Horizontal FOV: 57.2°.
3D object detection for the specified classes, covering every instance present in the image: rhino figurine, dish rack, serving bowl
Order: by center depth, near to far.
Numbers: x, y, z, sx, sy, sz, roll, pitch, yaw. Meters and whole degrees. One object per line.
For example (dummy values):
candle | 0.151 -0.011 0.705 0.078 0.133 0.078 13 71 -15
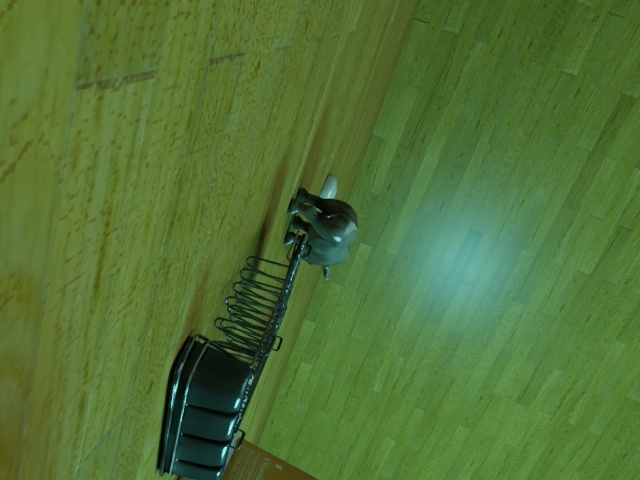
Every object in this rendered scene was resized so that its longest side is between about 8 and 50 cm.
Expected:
dish rack | -0.085 0.116 0.663 0.271 0.074 0.208 -67 178 -50
rhino figurine | 0.000 0.000 0.951 0.243 0.106 0.073 103 9 -65
serving bowl | 0.017 -0.101 1.278 0.083 0.027 0.083 22 90 -87

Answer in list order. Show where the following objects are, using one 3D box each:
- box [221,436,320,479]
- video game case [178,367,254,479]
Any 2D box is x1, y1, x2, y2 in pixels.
box | -0.077 0.590 1.157 0.168 0.345 0.215 -59 -177 34
video game case | -0.194 0.399 0.914 0.329 0.036 0.300 -65 175 -45
